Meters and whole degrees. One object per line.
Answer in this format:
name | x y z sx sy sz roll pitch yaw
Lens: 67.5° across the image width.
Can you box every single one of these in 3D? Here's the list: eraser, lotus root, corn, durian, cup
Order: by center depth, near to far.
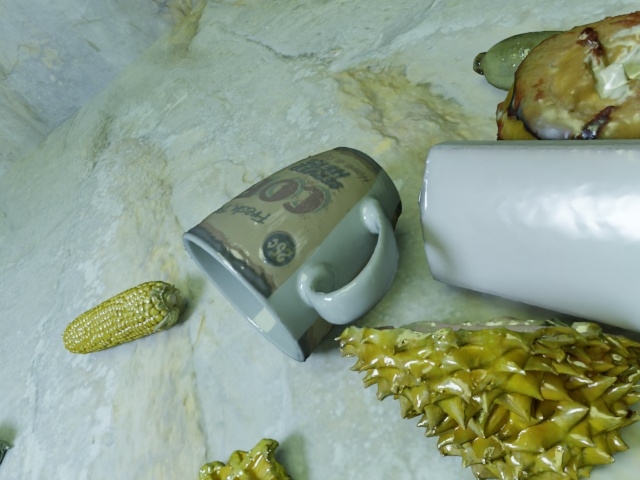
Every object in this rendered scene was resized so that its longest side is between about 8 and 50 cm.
durian | 0.131 0.121 0.460 0.305 0.195 0.185 3 64 35
eraser | 0.237 -0.016 0.496 0.095 0.174 0.270 -20 21 -35
cup | 0.000 0.000 0.622 0.257 0.227 0.301 -46 28 -17
lotus root | 0.320 -0.278 0.744 0.183 0.077 0.090 19 67 42
corn | -0.363 0.144 0.871 0.260 0.091 0.091 -22 9 20

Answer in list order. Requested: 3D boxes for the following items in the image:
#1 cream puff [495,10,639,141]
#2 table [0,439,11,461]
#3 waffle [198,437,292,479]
cream puff | 0.335 -0.151 0.566 0.240 0.164 0.240 -9 58 14
table | -0.623 0.391 0.866 0.083 0.062 0.079 0 55 36
waffle | -0.074 0.355 0.507 0.291 0.051 0.291 -21 44 22
